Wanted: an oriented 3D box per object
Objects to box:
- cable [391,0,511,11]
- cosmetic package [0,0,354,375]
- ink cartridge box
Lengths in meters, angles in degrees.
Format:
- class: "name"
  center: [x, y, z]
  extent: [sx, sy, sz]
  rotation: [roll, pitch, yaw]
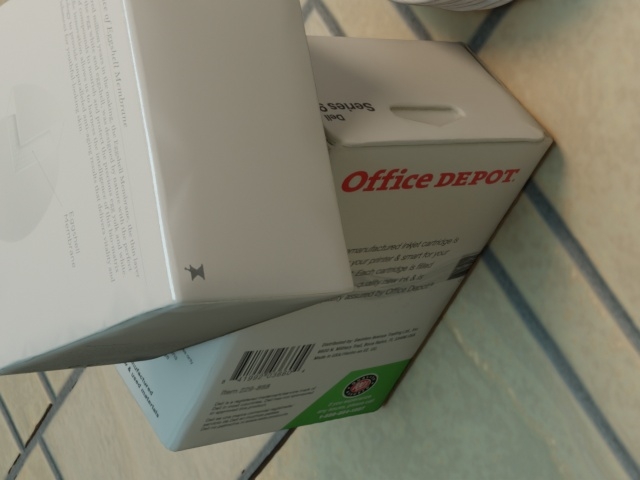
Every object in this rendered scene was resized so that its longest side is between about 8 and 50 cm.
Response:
- class: "cable"
  center: [0.087, -0.286, 1.057]
  extent: [0.257, 0.089, 0.257]
  rotation: [-8, 89, 49]
- class: "cosmetic package"
  center: [-0.114, -0.049, 0.966]
  extent: [0.225, 0.138, 0.224]
  rotation: [-21, 76, 50]
- class: "ink cartridge box"
  center: [0.000, 0.000, 1.107]
  extent: [0.121, 0.211, 0.289]
  rotation: [54, 130, 31]
